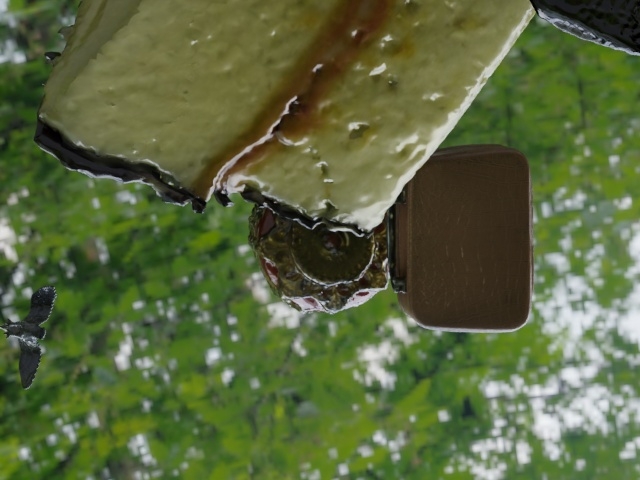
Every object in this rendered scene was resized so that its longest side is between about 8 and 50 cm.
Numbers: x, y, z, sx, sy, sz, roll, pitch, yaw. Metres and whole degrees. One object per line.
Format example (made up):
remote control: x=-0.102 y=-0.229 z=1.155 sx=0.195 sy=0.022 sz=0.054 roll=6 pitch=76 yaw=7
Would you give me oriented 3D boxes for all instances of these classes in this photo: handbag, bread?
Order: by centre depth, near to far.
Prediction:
bread: x=-0.021 y=-0.187 z=1.053 sx=0.405 sy=0.345 sz=0.242 roll=-57 pitch=-144 yaw=-3
handbag: x=0.144 y=0.000 z=1.430 sx=0.151 sy=0.193 sz=0.072 roll=-4 pitch=-171 yaw=-8

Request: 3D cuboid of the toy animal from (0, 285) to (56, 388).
toy animal: x=-0.238 y=0.072 z=1.090 sx=0.050 sy=0.084 sz=0.028 roll=14 pitch=175 yaw=11

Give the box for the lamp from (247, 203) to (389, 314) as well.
lamp: x=0.000 y=0.000 z=1.615 sx=0.177 sy=0.177 sz=0.274 roll=-14 pitch=-178 yaw=-7

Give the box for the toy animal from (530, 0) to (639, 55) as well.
toy animal: x=0.290 y=-0.131 z=0.994 sx=0.272 sy=0.197 sz=0.160 roll=7 pitch=-169 yaw=25
